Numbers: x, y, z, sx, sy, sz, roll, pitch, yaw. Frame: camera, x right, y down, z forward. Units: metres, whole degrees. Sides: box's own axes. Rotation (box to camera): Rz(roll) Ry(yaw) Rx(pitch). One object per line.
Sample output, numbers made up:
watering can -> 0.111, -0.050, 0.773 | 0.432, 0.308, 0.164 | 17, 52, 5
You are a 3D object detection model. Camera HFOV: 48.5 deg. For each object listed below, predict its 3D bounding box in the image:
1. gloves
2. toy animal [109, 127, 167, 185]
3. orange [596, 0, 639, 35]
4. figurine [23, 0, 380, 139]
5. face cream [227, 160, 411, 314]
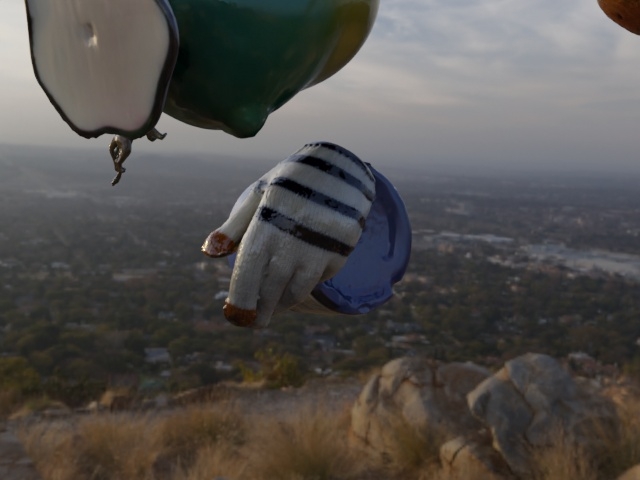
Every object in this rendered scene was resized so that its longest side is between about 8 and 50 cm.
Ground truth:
gloves -> -0.032, -0.001, 0.793 | 0.140, 0.219, 0.131 | 40, -30, -20
toy animal -> -0.343, -0.194, 1.339 | 0.086, 0.220, 0.069 | 23, 17, -19
orange -> 0.521, -0.418, 1.016 | 0.264, 0.264, 0.264 | 3, 9, 0
figurine -> -0.078, -0.216, 0.668 | 0.340, 0.232, 0.323 | -30, 2, -44
face cream -> 0.000, 0.000, 1.183 | 0.249, 0.249, 0.225 | -3, 2, -36
